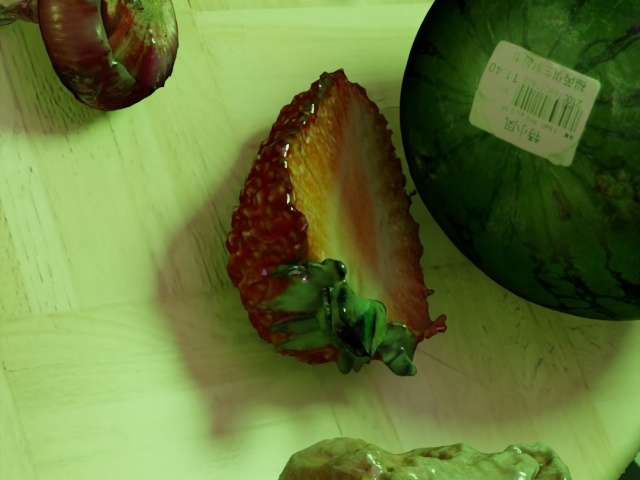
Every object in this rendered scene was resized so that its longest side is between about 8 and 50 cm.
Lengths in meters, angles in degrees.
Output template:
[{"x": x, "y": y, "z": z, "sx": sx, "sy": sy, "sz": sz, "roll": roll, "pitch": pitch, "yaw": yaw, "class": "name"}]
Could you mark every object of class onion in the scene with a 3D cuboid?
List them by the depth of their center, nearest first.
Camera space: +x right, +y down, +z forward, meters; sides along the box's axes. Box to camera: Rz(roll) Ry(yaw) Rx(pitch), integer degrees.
[{"x": -0.188, "y": -0.168, "z": 1.341, "sx": 0.150, "sy": 0.140, "sz": 0.150, "roll": -8, "pitch": 90, "yaw": -72, "class": "onion"}]

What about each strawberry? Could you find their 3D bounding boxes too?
[{"x": 0.000, "y": 0.000, "z": 1.350, "sx": 0.188, "sy": 0.106, "sz": 0.286, "roll": 40, "pitch": 33, "yaw": -34, "class": "strawberry"}]

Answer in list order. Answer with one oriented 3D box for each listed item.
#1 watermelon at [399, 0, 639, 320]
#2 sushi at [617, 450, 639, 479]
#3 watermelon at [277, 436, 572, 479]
[{"x": 0.235, "y": -0.099, "z": 1.392, "sx": 0.363, "sy": 0.363, "sz": 0.363, "roll": 14, "pitch": 57, "yaw": -23, "class": "watermelon"}, {"x": 0.435, "y": 0.242, "z": 1.441, "sx": 0.359, "sy": 0.064, "sz": 0.343, "roll": 49, "pitch": 52, "yaw": -1, "class": "sushi"}, {"x": 0.062, "y": 0.243, "z": 1.191, "sx": 0.264, "sy": 0.302, "sz": 0.151, "roll": -1, "pitch": 26, "yaw": -30, "class": "watermelon"}]
